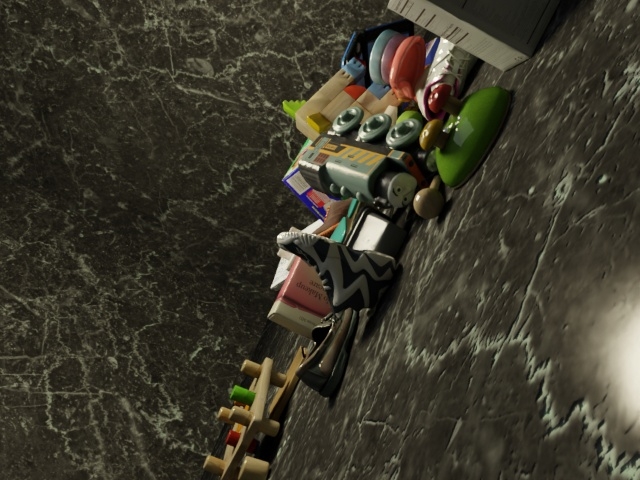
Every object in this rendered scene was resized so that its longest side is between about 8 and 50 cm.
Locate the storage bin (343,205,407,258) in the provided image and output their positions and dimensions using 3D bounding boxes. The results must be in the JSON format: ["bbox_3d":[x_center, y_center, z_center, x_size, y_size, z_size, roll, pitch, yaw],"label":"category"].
[{"bbox_3d":[0.116,0.012,1.305,0.135,0.098,0.091,-62,32,1],"label":"storage bin"}]

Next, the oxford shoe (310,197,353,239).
[{"bbox_3d":[0.041,-0.044,1.728,0.271,0.098,0.097,-30,-34,-43],"label":"oxford shoe"}]

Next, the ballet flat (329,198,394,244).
[{"bbox_3d":[0.101,-0.036,1.551,0.123,0.123,0.349,-70,5,-59],"label":"ballet flat"}]

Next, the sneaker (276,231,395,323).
[{"bbox_3d":[0.015,0.076,1.227,0.094,0.234,0.153,-12,-63,-85],"label":"sneaker"}]

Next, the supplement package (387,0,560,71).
[{"bbox_3d":[0.256,-0.410,1.076,0.139,0.244,0.134,-62,4,3],"label":"supplement package"}]

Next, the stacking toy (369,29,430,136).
[{"bbox_3d":[0.184,-0.366,1.627,0.309,0.130,0.280,23,-91,-63],"label":"stacking toy"}]

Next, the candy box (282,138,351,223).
[{"bbox_3d":[0.051,-0.201,2.003,0.122,0.268,0.317,-33,20,34],"label":"candy box"}]

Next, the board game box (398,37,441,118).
[{"bbox_3d":[0.288,-0.436,1.973,0.347,0.078,0.233,-62,4,12],"label":"board game box"}]

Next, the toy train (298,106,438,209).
[{"bbox_3d":[0.101,-0.163,1.342,0.190,0.142,0.333,-50,39,-12],"label":"toy train"}]

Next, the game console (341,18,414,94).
[{"bbox_3d":[0.186,-0.501,1.996,0.293,0.173,0.250,78,-155,-49],"label":"game console"}]

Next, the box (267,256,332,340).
[{"bbox_3d":[-0.024,0.135,1.756,0.233,0.148,0.127,-65,6,-18],"label":"box"}]

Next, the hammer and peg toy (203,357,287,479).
[{"bbox_3d":[-0.200,0.496,1.615,0.361,0.127,0.266,-83,18,-62],"label":"hammer and peg toy"}]

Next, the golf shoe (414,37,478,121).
[{"bbox_3d":[0.307,-0.401,1.450,0.140,0.115,0.306,-80,7,-46],"label":"golf shoe"}]

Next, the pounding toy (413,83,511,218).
[{"bbox_3d":[0.209,-0.172,1.088,0.237,0.110,0.183,-60,5,33],"label":"pounding toy"}]

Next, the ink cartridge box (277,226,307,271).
[{"bbox_3d":[-0.025,0.057,1.903,0.115,0.198,0.067,-61,4,23],"label":"ink cartridge box"}]

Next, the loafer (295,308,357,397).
[{"bbox_3d":[0.015,0.201,1.307,0.096,0.084,0.268,-61,5,29],"label":"loafer"}]

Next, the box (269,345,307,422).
[{"bbox_3d":[-0.089,0.399,1.774,0.201,0.021,0.164,-63,4,0],"label":"box"}]

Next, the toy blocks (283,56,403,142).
[{"bbox_3d":[0.122,-0.332,1.801,0.261,0.381,0.191,-45,-11,-10],"label":"toy blocks"}]

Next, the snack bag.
[{"bbox_3d":[0.000,0.000,2.098,0.342,0.037,0.323,-30,21,26],"label":"snack bag"}]
